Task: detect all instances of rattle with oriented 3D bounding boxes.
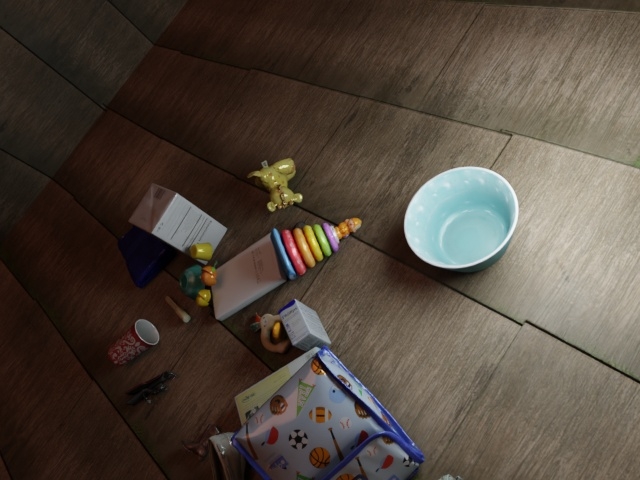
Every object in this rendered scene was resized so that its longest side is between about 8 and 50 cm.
[{"bbox_3d":[-0.185,0.279,1.674,0.200,0.143,0.130,32,102,34],"label":"rattle"}]

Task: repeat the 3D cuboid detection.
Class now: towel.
[{"bbox_3d":[-0.747,0.033,2.214,0.227,0.076,0.308,-47,50,10],"label":"towel"}]

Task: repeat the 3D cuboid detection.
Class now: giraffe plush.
[{"bbox_3d":[-0.153,-0.194,1.919,0.181,0.210,0.170,-27,82,13],"label":"giraffe plush"}]

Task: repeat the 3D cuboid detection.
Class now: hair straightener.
[{"bbox_3d":[-0.602,0.541,1.852,0.230,0.047,0.089,-27,53,11],"label":"hair straightener"}]

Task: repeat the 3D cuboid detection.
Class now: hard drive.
[{"bbox_3d":[-0.264,0.130,1.843,0.308,0.040,0.203,-33,51,22],"label":"hard drive"}]

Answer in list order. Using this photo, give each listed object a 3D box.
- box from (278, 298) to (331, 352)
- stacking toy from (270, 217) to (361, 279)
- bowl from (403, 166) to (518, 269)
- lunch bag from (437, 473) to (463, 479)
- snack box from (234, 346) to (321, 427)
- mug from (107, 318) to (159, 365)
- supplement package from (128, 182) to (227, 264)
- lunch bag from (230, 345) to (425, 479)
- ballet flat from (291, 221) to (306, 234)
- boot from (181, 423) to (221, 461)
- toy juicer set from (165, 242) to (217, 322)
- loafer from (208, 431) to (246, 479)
[{"bbox_3d":[-0.050,0.269,1.597,0.072,0.126,0.137,-38,50,11],"label":"box"},{"bbox_3d":[0.000,0.000,1.723,0.302,0.175,0.165,-23,76,-1],"label":"stacking toy"},{"bbox_3d":[0.409,-0.033,1.455,0.312,0.163,0.311,-16,56,24],"label":"bowl"},{"bbox_3d":[0.226,0.696,1.138,0.305,0.212,0.256,-35,34,10],"label":"lunch bag"},{"bbox_3d":[-0.099,0.482,1.549,0.322,0.060,0.187,-34,52,12],"label":"snack box"},{"bbox_3d":[-0.710,0.391,1.979,0.169,0.150,0.113,-38,87,14],"label":"mug"},{"bbox_3d":[-0.541,-0.060,1.985,0.178,0.293,0.175,21,77,38],"label":"supplement package"},{"bbox_3d":[0.024,0.522,1.319,0.328,0.239,0.385,-44,82,2],"label":"lunch bag"},{"bbox_3d":[-0.099,0.011,1.839,0.057,0.049,0.173,33,90,18],"label":"ballet flat"},{"bbox_3d":[-0.382,0.630,1.659,0.106,0.037,0.114,28,84,26],"label":"boot"},{"bbox_3d":[-0.463,0.184,1.935,0.329,0.090,0.209,-55,51,27],"label":"toy juicer set"},{"bbox_3d":[-0.269,0.715,1.467,0.112,0.112,0.319,-40,51,42],"label":"loafer"}]
